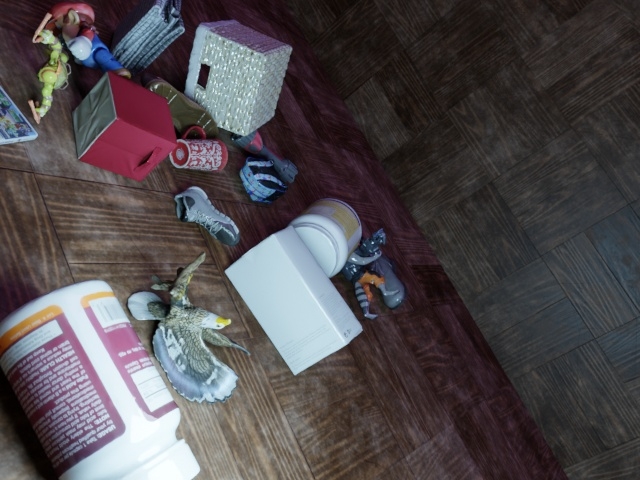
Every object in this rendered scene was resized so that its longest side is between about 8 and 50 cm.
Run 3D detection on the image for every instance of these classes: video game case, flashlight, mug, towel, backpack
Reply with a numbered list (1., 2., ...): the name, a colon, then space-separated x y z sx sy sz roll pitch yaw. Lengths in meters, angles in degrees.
1. video game case: -0.786 -0.308 1.371 0.201 0.023 0.183 52 24 -1
2. flashlight: -0.216 -0.351 2.364 0.304 0.103 0.103 36 -11 -40
3. mug: -0.411 -0.290 1.933 0.150 0.113 0.169 45 26 18
4. towel: -0.567 -0.698 1.957 0.121 0.284 0.235 36 31 -36
5. backpack: -0.223 -0.219 2.146 0.173 0.117 0.158 2 56 -61

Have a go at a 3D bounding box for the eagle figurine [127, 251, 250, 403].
1. eagle figurine: -0.297 0.216 1.420 0.226 0.225 0.298 -28 118 -27

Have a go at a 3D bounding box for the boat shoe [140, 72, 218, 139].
1. boat shoe: -0.469 -0.434 1.974 0.123 0.123 0.342 49 7 36

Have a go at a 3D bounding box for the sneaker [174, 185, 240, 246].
1. sneaker: -0.352 -0.056 1.763 0.228 0.086 0.132 45 28 6

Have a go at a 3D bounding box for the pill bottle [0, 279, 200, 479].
1. pill bottle: -0.391 0.288 1.053 0.392 0.224 0.224 58 25 9

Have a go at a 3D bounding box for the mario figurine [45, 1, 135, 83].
1. mario figurine: -0.676 -0.530 1.684 0.320 0.198 0.170 51 44 9

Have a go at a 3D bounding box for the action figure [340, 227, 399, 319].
1. action figure: 0.160 0.104 2.289 0.179 0.341 0.330 -23 66 -26

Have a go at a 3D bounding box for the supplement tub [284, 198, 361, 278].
1. supplement tub: 0.000 0.000 2.111 0.241 0.241 0.331 52 24 -4

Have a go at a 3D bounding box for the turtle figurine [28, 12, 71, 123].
1. turtle figurine: -0.681 -0.442 1.511 0.087 0.269 0.217 5 22 -22

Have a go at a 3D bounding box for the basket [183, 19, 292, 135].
1. basket: -0.301 -0.591 2.148 0.267 0.328 0.331 22 27 6

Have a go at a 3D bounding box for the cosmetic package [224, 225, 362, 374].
1. cosmetic package: -0.081 0.175 1.773 0.384 0.217 0.156 58 25 3

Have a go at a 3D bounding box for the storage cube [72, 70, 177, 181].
1. storage cube: -0.537 -0.308 1.622 0.193 0.184 0.214 20 42 -49

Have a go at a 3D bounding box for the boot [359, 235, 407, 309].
1. boot: 0.236 0.139 2.535 0.223 0.118 0.338 37 18 -27
